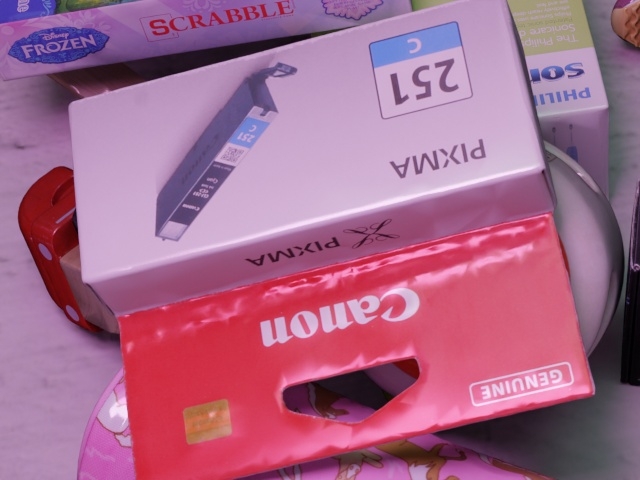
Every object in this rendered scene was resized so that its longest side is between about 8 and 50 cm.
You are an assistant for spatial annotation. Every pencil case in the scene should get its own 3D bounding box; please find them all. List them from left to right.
[{"bbox_3d":[0.027,0.184,1.225,0.386,0.160,0.167,20,20,20],"label":"pencil case"}]

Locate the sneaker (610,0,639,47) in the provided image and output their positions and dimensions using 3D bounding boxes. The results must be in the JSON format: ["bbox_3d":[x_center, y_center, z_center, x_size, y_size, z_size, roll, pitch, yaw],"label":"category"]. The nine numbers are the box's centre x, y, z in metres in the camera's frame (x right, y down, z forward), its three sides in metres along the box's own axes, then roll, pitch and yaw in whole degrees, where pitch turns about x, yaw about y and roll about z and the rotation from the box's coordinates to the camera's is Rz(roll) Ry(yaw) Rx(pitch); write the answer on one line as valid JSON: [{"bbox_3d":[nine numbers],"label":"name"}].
[{"bbox_3d":[0.305,-0.212,1.540,0.185,0.070,0.084,-19,46,-15],"label":"sneaker"}]

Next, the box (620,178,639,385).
[{"bbox_3d":[0.299,0.037,1.306,0.180,0.147,0.078,5,55,9],"label":"box"}]

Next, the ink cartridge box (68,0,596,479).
[{"bbox_3d":[0.000,0.000,1.189,0.296,0.066,0.261,-14,61,9],"label":"ink cartridge box"}]

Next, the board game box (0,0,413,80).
[{"bbox_3d":[-0.095,-0.282,1.493,0.318,0.066,0.319,-8,52,7],"label":"board game box"}]

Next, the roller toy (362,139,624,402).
[{"bbox_3d":[0.103,0.018,1.293,0.191,0.146,0.209,-18,91,16],"label":"roller toy"}]

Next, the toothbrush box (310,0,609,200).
[{"bbox_3d":[0.097,-0.157,1.481,0.206,0.122,0.283,-10,53,2],"label":"toothbrush box"}]

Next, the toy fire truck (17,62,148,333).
[{"bbox_3d":[-0.152,-0.059,1.443,0.217,0.158,0.246,-39,40,-27],"label":"toy fire truck"}]
